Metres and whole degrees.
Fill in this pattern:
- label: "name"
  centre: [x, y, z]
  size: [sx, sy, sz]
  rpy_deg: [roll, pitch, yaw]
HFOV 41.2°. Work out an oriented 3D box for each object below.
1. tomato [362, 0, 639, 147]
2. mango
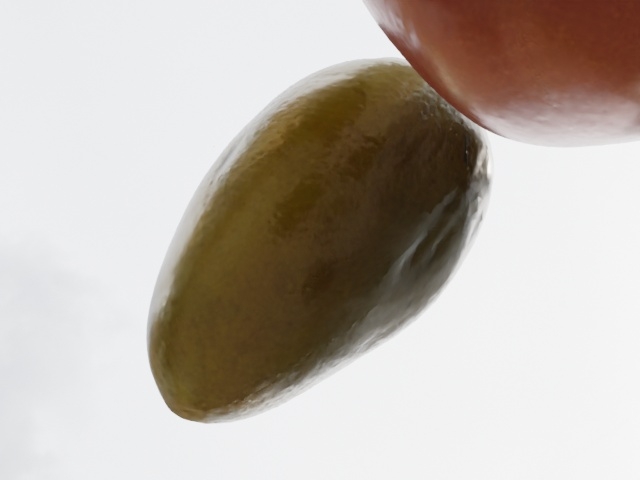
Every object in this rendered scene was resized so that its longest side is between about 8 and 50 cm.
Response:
- label: "tomato"
  centre: [0.134, -0.168, 0.417]
  size: [0.255, 0.256, 0.224]
  rpy_deg: [-38, -48, -2]
- label: "mango"
  centre: [0.000, 0.000, 0.836]
  size: [0.445, 0.220, 0.301]
  rpy_deg: [-45, -37, -28]
